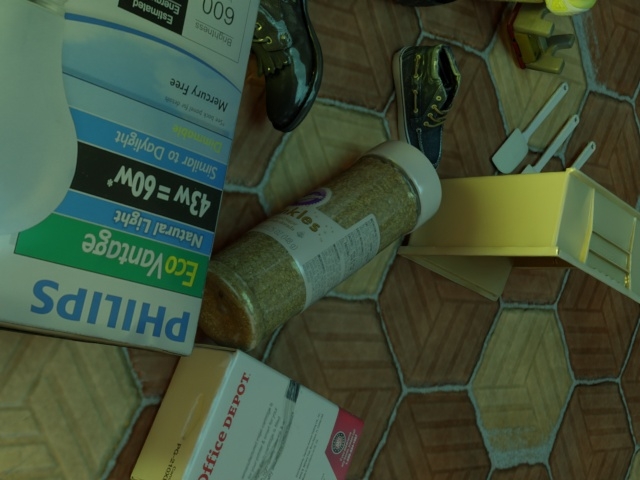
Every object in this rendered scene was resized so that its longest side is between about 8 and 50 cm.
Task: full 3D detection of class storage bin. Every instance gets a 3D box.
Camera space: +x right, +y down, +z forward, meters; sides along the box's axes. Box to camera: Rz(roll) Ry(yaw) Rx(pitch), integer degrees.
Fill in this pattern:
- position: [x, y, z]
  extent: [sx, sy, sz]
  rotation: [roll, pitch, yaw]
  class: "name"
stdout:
- position: [0.300, 0.005, 1.416]
  extent: [0.260, 0.262, 0.123]
  rotation: [26, 72, -40]
  class: "storage bin"

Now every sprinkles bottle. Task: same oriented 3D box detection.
- position: [0.000, 0.000, 1.230]
  extent: [0.355, 0.121, 0.121]
  rotation: [-35, 114, -37]
  class: "sprinkles bottle"

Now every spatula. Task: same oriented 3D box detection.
- position: [0.371, -0.136, 1.646]
  extent: [0.242, 0.019, 0.168]
  rotation: [-47, 116, -32]
  class: "spatula"

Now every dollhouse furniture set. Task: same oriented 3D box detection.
- position: [0.285, -0.449, 1.493]
  extent: [0.201, 0.152, 0.374]
  rotation: [-63, 145, -22]
  class: "dollhouse furniture set"

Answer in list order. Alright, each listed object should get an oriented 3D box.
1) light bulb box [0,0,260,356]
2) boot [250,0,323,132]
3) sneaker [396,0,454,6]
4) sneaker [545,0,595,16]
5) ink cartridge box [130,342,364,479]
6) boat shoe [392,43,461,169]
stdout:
- position: [-0.281, -0.103, 0.896]
  extent: [0.358, 0.225, 0.360]
  rotation: [17, 79, -42]
  class: "light bulb box"
- position: [-0.112, -0.263, 1.155]
  extent: [0.229, 0.091, 0.262]
  rotation: [3, 85, -38]
  class: "boot"
- position: [0.105, -0.393, 1.342]
  extent: [0.229, 0.086, 0.132]
  rotation: [1, 88, -42]
  class: "sneaker"
- position: [0.400, -0.422, 1.451]
  extent: [0.240, 0.091, 0.126]
  rotation: [-46, 136, -39]
  class: "sneaker"
- position: [-0.080, 0.244, 1.179]
  extent: [0.237, 0.100, 0.171]
  rotation: [36, 68, -39]
  class: "ink cartridge box"
- position: [0.153, -0.180, 1.393]
  extent: [0.065, 0.083, 0.183]
  rotation: [-23, 107, -40]
  class: "boat shoe"
